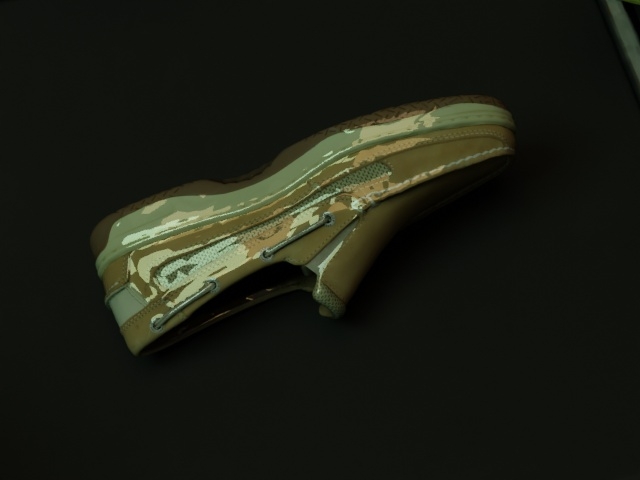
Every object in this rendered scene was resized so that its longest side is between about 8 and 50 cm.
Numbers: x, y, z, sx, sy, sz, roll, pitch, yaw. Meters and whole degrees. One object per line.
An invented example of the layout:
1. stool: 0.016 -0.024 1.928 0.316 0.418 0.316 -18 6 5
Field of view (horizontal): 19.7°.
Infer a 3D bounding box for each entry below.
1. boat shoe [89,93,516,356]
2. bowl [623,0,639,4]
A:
1. boat shoe: 0.000 0.000 0.784 0.190 0.068 0.072 -22 68 6
2. bowl: 0.189 -0.264 0.866 0.290 0.156 0.289 -4 57 7
